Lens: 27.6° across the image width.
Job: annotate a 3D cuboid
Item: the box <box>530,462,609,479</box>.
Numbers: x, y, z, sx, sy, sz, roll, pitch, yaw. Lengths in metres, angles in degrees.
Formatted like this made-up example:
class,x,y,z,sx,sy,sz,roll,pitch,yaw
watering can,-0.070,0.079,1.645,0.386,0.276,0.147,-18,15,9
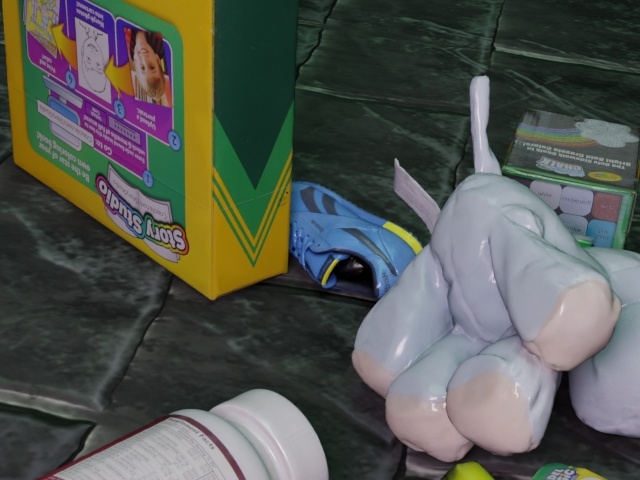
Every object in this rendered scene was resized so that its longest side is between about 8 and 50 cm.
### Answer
class,x,y,z,sx,sy,sz,roll,pitch,yaw
box,0.194,0.203,0.784,0.179,0.043,0.105,27,30,22

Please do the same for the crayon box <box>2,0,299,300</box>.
class,x,y,z,sx,sy,sz,roll,pitch,yaw
crayon box,-0.177,-0.160,1.283,0.106,0.313,0.363,-23,39,-36

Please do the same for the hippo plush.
class,x,y,z,sx,sy,sz,roll,pitch,yaw
hippo plush,0.180,0.073,1.088,0.236,0.234,0.294,23,32,-35

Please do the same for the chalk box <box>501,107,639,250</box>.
class,x,y,z,sx,sy,sz,roll,pitch,yaw
chalk box,0.240,-0.025,1.298,0.132,0.132,0.213,12,30,11

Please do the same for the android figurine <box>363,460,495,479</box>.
class,x,y,z,sx,sy,sz,roll,pitch,yaw
android figurine,0.119,0.237,0.802,0.248,0.056,0.273,-4,29,-24

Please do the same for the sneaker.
class,x,y,z,sx,sy,sz,roll,pitch,yaw
sneaker,0.000,0.000,1.276,0.209,0.069,0.082,25,38,32

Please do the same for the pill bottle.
class,x,y,z,sx,sy,sz,roll,pitch,yaw
pill bottle,-0.106,0.184,0.861,0.121,0.121,0.221,28,36,36
